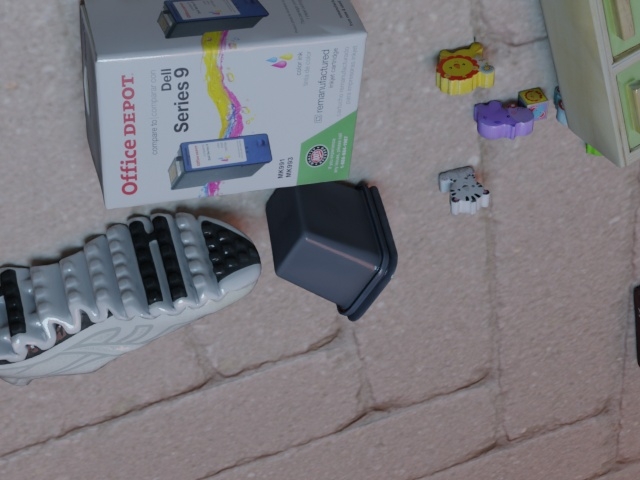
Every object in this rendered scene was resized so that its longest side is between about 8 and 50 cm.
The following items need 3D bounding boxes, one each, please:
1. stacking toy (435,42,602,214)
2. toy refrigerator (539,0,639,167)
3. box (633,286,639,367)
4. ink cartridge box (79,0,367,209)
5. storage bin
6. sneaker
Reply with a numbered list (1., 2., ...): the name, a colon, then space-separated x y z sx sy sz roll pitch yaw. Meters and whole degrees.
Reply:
1. stacking toy: 0.212 -0.121 1.047 0.221 0.052 0.167 -15 136 -9
2. toy refrigerator: 0.249 -0.200 0.918 0.102 0.094 0.269 -29 130 -7
3. box: 0.507 0.126 1.328 0.203 0.168 0.167 -22 138 -1
4. ink cartridge box: -0.081 -0.119 0.898 0.212 0.093 0.154 -6 135 -14
5. storage bin: 0.000 0.000 1.030 0.091 0.135 0.098 22 122 -24
6. sneaker: -0.192 0.060 1.031 0.292 0.110 0.118 -16 145 4
